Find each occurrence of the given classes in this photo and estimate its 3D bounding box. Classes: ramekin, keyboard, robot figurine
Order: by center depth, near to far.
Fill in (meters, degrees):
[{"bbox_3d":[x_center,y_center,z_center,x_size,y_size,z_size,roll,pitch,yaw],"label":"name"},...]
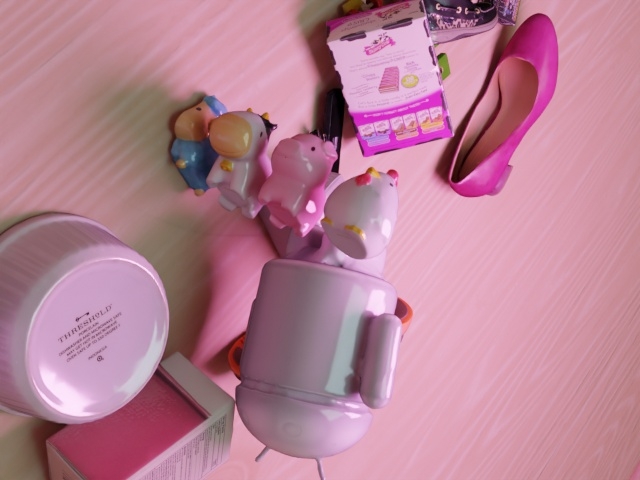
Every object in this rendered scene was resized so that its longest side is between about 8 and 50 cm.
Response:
[{"bbox_3d":[-0.315,0.109,1.234,0.273,0.127,0.273,-18,115,-44],"label":"ramekin"},{"bbox_3d":[-0.006,0.155,1.375,0.200,0.300,0.353,18,81,-39],"label":"robot figurine"},{"bbox_3d":[0.004,-0.154,1.587,0.100,0.038,0.192,-24,120,-68],"label":"keyboard"}]

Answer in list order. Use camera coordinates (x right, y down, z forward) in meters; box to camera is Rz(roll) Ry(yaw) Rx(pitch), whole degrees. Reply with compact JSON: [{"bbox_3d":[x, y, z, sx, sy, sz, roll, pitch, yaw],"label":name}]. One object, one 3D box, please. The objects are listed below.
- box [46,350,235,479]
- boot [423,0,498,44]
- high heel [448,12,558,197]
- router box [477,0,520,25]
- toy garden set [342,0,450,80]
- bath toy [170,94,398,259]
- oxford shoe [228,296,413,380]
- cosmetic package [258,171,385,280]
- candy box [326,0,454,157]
[{"bbox_3d":[-0.246,0.290,1.338,0.232,0.127,0.148,-34,148,-38],"label":"box"},{"bbox_3d":[0.223,-0.433,1.625,0.236,0.085,0.178,-27,118,-44],"label":"boot"},{"bbox_3d":[0.351,-0.260,1.846,0.181,0.127,0.377,1,105,-59],"label":"high heel"},{"bbox_3d":[0.348,-0.483,1.849,0.092,0.038,0.122,7,97,-48],"label":"router box"},{"bbox_3d":[0.126,-0.344,1.642,0.204,0.049,0.244,-44,131,-33],"label":"toy garden set"},{"bbox_3d":[-0.039,-0.094,1.310,0.129,0.348,0.151,-54,150,-23],"label":"bath toy"},{"bbox_3d":[0.003,0.195,1.619,0.364,0.130,0.132,-11,130,-35],"label":"oxford shoe"},{"bbox_3d":[0.000,0.000,1.550,0.107,0.127,0.238,-45,133,-29],"label":"cosmetic package"},{"bbox_3d":[0.114,-0.259,1.557,0.071,0.159,0.233,-92,166,-48],"label":"candy box"}]
